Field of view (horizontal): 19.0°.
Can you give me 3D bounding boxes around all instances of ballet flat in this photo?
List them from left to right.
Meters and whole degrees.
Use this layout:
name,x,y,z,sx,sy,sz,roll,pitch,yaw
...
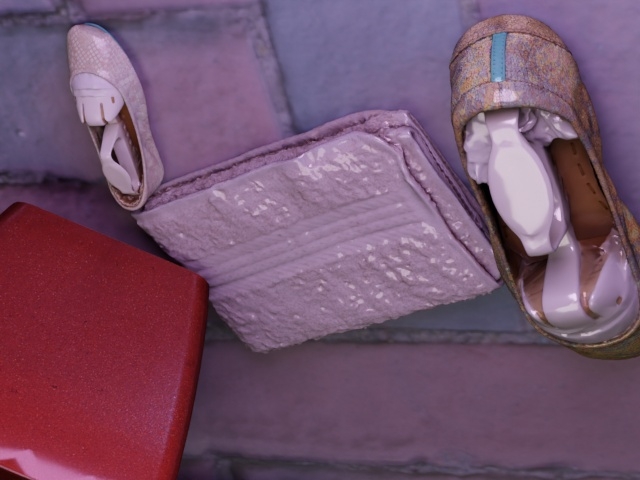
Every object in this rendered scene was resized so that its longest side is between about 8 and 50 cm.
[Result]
name,x,y,z,sx,sy,sz,roll,pitch,yaw
ballet flat,-0.165,-0.095,1.536,0.057,0.052,0.168,-2,131,23
ballet flat,0.177,-0.007,1.438,0.123,0.123,0.348,-5,130,25

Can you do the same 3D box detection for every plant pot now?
name,x,y,z,sx,sy,sz,roll,pitch,yaw
plant pot,-0.227,0.128,1.617,0.267,0.236,0.267,22,154,0

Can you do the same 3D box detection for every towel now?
name,x,y,z,sx,sy,sz,roll,pitch,yaw
towel,0.000,0.000,1.566,0.282,0.049,0.187,-19,122,35
